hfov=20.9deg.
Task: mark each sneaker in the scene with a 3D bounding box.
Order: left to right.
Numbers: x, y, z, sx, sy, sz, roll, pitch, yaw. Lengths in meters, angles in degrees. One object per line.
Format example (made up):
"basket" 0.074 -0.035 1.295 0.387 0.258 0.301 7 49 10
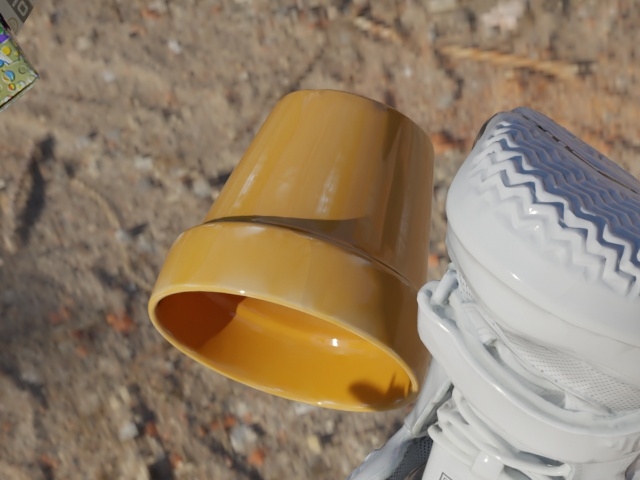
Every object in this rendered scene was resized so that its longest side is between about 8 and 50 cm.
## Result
"sneaker" 0.092 0.078 0.735 0.137 0.366 0.210 36 94 18

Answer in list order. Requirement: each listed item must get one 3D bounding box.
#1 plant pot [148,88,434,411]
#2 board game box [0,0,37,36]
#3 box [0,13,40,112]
"plant pot" 0.000 0.000 1.280 0.205 0.205 0.188 10 66 19
"board game box" -0.287 -0.280 1.381 0.097 0.224 0.303 23 73 21
"box" -0.280 -0.140 0.748 0.177 0.279 0.290 -37 16 -4
